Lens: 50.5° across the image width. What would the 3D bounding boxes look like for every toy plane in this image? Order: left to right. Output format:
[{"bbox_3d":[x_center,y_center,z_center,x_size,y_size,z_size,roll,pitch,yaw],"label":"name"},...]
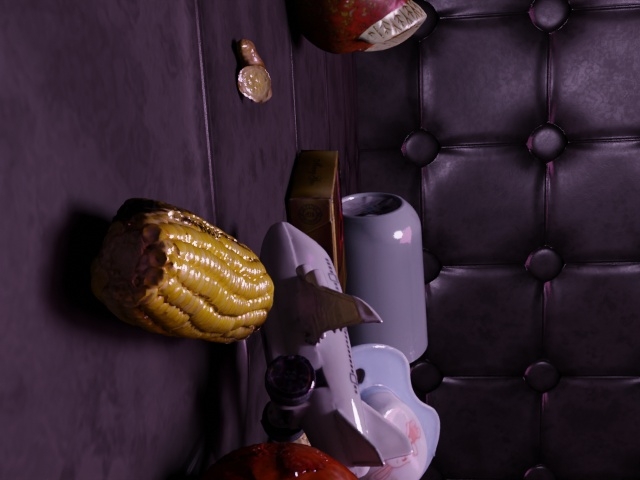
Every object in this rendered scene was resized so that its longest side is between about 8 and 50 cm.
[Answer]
[{"bbox_3d":[-0.012,0.088,0.574,0.251,0.101,0.255,100,-28,-54],"label":"toy plane"}]

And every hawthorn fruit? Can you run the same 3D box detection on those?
[{"bbox_3d":[-0.030,0.212,0.472,0.172,0.148,0.148,129,-38,-75],"label":"hawthorn fruit"}]

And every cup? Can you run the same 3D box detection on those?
[{"bbox_3d":[0.105,0.073,1.337,0.205,0.205,0.312,-76,162,-67],"label":"cup"}]

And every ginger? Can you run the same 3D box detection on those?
[{"bbox_3d":[-0.064,-0.164,0.690,0.097,0.030,0.048,68,20,-67],"label":"ginger"}]

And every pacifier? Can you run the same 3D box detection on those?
[{"bbox_3d":[0.041,0.268,1.000,0.287,0.238,0.226,56,-10,-27],"label":"pacifier"}]

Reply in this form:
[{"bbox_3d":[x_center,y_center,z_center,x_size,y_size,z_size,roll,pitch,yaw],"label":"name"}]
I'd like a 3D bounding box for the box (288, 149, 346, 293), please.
[{"bbox_3d":[0.000,0.000,1.048,0.159,0.071,0.240,-77,165,-57],"label":"box"}]

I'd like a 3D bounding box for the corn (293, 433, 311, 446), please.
[{"bbox_3d":[0.003,0.321,0.835,0.087,0.086,0.288,-85,165,-45],"label":"corn"}]

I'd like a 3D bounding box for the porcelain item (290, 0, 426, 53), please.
[{"bbox_3d":[0.068,-0.412,1.031,0.253,0.252,0.253,-2,90,-83],"label":"porcelain item"}]

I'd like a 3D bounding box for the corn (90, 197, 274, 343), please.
[{"bbox_3d":[-0.075,0.024,0.405,0.203,0.072,0.072,50,39,-78],"label":"corn"}]
